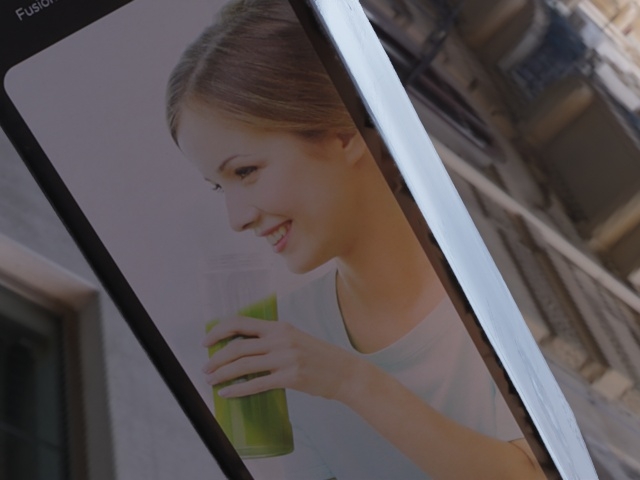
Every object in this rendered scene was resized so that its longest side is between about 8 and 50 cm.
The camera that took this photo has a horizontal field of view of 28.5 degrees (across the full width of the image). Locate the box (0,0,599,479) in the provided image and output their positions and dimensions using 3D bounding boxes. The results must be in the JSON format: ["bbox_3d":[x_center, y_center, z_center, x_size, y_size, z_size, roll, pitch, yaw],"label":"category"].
[{"bbox_3d":[0.000,0.000,0.406,0.087,0.290,0.169,-26,-160,9],"label":"box"}]
